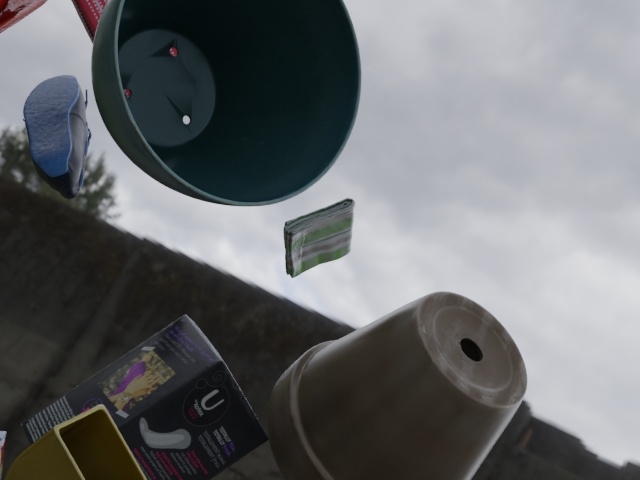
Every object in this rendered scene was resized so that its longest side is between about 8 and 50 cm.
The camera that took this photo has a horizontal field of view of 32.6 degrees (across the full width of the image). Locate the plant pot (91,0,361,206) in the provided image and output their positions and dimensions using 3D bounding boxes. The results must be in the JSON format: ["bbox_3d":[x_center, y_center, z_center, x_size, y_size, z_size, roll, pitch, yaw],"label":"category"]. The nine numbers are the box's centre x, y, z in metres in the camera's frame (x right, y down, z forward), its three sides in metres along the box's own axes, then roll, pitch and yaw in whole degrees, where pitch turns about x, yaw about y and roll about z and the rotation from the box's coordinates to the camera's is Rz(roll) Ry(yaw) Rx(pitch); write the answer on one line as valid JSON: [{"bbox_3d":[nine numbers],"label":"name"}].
[{"bbox_3d":[-0.129,-0.178,1.181,0.290,0.290,0.195,40,-23,-28],"label":"plant pot"}]

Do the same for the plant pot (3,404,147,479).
[{"bbox_3d":[-0.205,0.194,0.885,0.081,0.083,0.081,59,18,4],"label":"plant pot"}]

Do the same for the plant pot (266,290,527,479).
[{"bbox_3d":[0.132,0.227,1.540,0.323,0.323,0.280,34,-54,-12],"label":"plant pot"}]

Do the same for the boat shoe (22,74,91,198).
[{"bbox_3d":[-0.405,-0.157,1.677,0.109,0.258,0.089,-12,-49,5],"label":"boat shoe"}]

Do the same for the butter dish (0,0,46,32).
[{"bbox_3d":[-0.278,-0.176,0.682,0.159,0.160,0.118,10,-56,18],"label":"butter dish"}]

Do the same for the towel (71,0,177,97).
[{"bbox_3d":[-0.200,-0.311,1.546,0.031,0.274,0.199,-12,-73,53],"label":"towel"}]

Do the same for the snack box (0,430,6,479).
[{"bbox_3d":[-0.410,0.287,1.075,0.174,0.207,0.070,8,6,-12],"label":"snack box"}]

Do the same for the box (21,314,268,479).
[{"bbox_3d":[-0.236,0.258,1.482,0.143,0.270,0.165,42,-19,54],"label":"box"}]

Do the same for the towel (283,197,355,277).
[{"bbox_3d":[0.000,0.000,1.625,0.152,0.113,0.023,90,-24,-60],"label":"towel"}]
